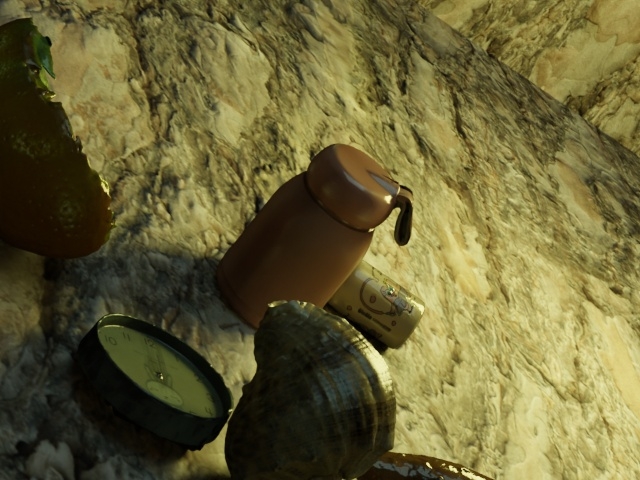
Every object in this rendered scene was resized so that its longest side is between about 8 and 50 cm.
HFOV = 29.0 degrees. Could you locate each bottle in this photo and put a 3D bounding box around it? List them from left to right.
[{"bbox_3d":[0.000,0.000,1.883,0.206,0.297,0.173,35,25,-9],"label":"bottle"},{"bbox_3d":[0.064,0.085,2.065,0.209,0.097,0.110,35,-6,-8],"label":"bottle"}]

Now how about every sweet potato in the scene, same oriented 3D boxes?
[{"bbox_3d":[0.174,0.368,1.729,0.336,0.131,0.131,24,30,-27],"label":"sweet potato"}]

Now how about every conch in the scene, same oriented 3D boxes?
[{"bbox_3d":[-0.024,0.225,1.537,0.159,0.210,0.291,-23,106,-68],"label":"conch"}]

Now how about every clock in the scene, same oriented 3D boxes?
[{"bbox_3d":[-0.207,0.173,1.578,0.215,0.042,0.215,33,14,-10],"label":"clock"}]

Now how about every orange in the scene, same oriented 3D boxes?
[{"bbox_3d":[-0.391,-0.131,1.631,0.196,0.263,0.335,-7,58,-22],"label":"orange"}]

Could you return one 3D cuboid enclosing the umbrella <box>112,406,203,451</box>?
[{"bbox_3d":[-0.203,0.228,1.557,0.133,0.031,0.036,31,29,-20],"label":"umbrella"}]
